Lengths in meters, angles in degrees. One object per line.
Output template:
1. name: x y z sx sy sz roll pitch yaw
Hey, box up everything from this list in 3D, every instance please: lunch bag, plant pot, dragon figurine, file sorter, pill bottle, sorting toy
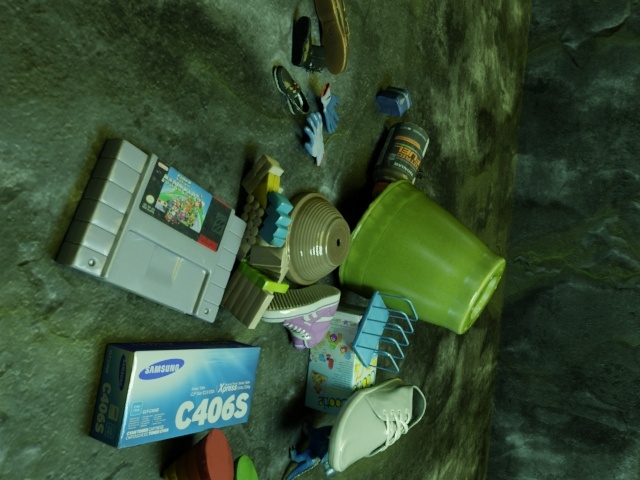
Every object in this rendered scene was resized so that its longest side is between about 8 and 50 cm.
1. lunch bag: 0.220 -0.418 1.709 0.065 0.098 0.067 -44 137 -20
2. plant pot: 0.000 0.000 1.430 0.237 0.109 0.238 -19 113 -54
3. dragon figurine: 0.003 0.567 1.521 0.289 0.143 0.085 -55 139 -37
4. plant pot: 0.301 0.071 1.591 0.366 0.352 0.367 -44 152 -30
5. file sorter: 0.172 0.239 1.488 0.170 0.104 0.118 -64 145 -29
6. pill bottle: 0.234 -0.227 1.737 0.130 0.130 0.246 52 53 -49
7. sorting toy: -0.213 0.523 1.210 0.366 0.126 0.127 66 11 -46

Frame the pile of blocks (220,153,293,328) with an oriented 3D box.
1. pile of blocks: -0.104 0.006 1.227 0.112 0.148 0.363 17 81 -58

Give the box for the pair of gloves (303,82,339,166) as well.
1. pair of gloves: 0.005 -0.292 1.428 0.159 0.023 0.198 70 38 -61

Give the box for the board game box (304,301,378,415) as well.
1. board game box: 0.064 0.321 1.568 0.142 0.144 0.276 0 97 -58

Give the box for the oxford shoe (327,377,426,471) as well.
1. oxford shoe: 0.158 0.470 1.493 0.449 0.129 0.169 -7 106 -59

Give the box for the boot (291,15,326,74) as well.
1. boot: -0.022 -0.459 1.357 0.099 0.045 0.121 -9 112 -55

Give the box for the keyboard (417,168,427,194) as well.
1. keyboard: 0.299 -0.169 1.949 0.317 0.033 0.202 10 88 -59

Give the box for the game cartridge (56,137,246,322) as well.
1. game cartridge: -0.276 -0.005 1.036 0.355 0.068 0.230 38 69 -54

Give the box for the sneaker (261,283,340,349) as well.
1. sneaker: -0.059 0.203 1.393 0.282 0.102 0.161 -1 111 -50

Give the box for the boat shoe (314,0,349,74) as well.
1. boat shoe: 0.041 -0.520 1.417 0.073 0.073 0.207 -36 126 -47

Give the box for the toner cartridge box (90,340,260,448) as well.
1. toner cartridge box: -0.260 0.283 1.104 0.347 0.075 0.165 14 84 -58

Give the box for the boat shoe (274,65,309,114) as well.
1. boat shoe: -0.064 -0.347 1.318 0.049 0.041 0.133 -60 140 -28
